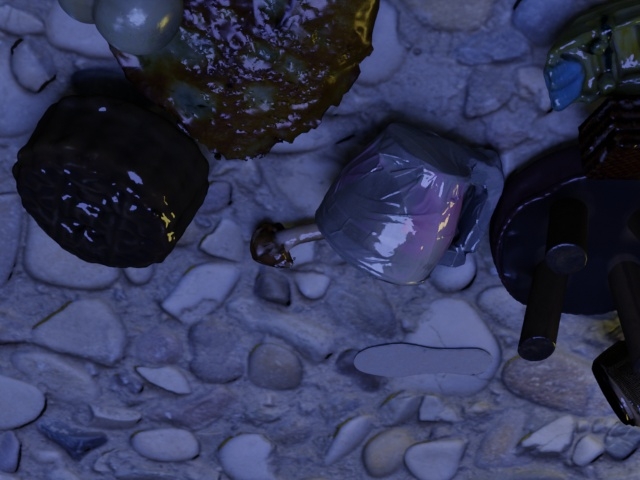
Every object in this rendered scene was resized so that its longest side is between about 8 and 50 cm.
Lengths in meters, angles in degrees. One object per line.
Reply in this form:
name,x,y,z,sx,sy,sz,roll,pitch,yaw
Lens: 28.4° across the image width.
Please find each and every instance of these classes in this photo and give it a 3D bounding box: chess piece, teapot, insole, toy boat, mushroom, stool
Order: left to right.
chess piece,-0.244,-0.286,1.316,0.243,0.133,0.133,38,126,13
mushroom,0.000,0.000,1.646,0.187,0.061,0.060,-7,122,3
teapot,0.124,-0.041,1.542,0.221,0.163,0.178,24,116,-14
insole,0.146,0.171,1.804,0.197,0.004,0.065,-1,128,3
stool,0.350,0.030,1.575,0.272,0.178,0.272,1,130,1
toy boat,0.387,-0.228,1.436,0.276,0.084,0.111,-15,123,10

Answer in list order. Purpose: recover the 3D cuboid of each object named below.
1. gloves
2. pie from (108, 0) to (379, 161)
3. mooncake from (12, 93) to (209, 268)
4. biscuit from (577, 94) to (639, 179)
gloves,0.526,0.138,1.663,0.331,0.154,0.141,-23,108,-3
pie,-0.081,-0.254,1.417,0.288,0.103,0.355,22,126,-15
mooncake,-0.256,-0.065,1.529,0.228,0.124,0.228,14,147,10
biscuit,0.432,-0.118,1.477,0.252,0.070,0.106,0,162,-13
